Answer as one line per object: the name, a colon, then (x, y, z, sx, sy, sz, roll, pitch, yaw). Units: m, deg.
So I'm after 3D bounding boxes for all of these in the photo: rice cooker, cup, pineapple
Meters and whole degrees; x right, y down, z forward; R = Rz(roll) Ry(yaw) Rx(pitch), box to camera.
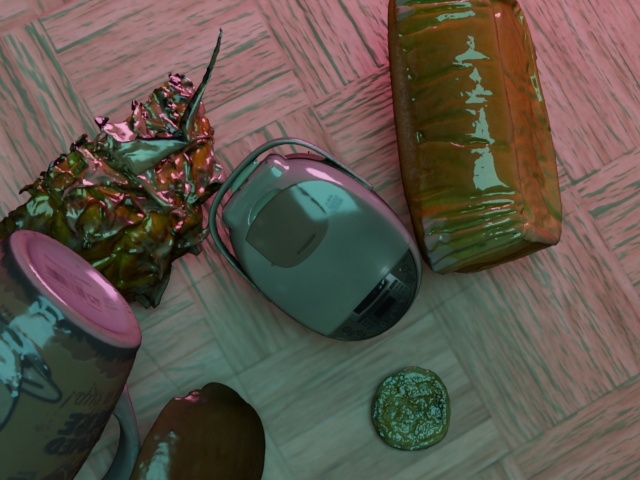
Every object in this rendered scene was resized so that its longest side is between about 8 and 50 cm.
rice cooker: (0.000, 0.000, 1.225, 0.206, 0.127, 0.145, 41, 100, -4)
cup: (-0.251, 0.147, 1.099, 0.257, 0.227, 0.301, -44, 132, 10)
pineapple: (-0.183, -0.019, 1.190, 0.334, 0.158, 0.161, -39, 89, -14)

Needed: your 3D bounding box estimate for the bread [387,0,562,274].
bread: (0.144, -0.113, 1.262, 0.119, 0.152, 0.288, -12, 81, 27)

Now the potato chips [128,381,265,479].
potato chips: (-0.107, 0.229, 1.181, 0.150, 0.049, 0.201, 44, 60, -45)

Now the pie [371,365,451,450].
pie: (0.088, 0.163, 1.277, 0.084, 0.021, 0.084, 1, 84, -8)
